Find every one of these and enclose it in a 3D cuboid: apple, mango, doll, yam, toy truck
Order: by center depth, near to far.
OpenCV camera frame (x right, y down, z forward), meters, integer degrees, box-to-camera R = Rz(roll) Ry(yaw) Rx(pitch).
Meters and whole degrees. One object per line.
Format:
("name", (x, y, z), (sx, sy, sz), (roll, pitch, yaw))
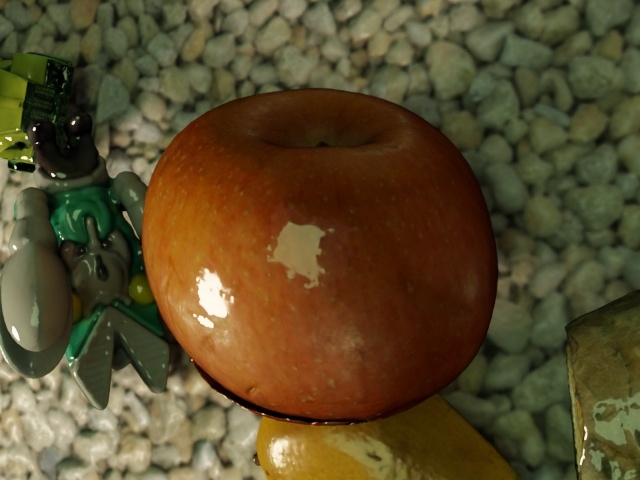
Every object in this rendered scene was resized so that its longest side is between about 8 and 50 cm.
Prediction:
("yam", (0.287, 0.087, 0.596), (0.304, 0.168, 0.168), (-26, 78, 17))
("apple", (0.000, 0.000, 0.665), (0.252, 0.206, 0.272), (-23, 37, -15))
("mango", (0.057, 0.177, 0.708), (0.227, 0.109, 0.147), (19, 89, 20))
("doll", (-0.208, 0.024, 0.788), (0.195, 0.153, 0.258), (-42, 95, -16))
("toy truck", (-0.374, -0.136, 0.884), (0.260, 0.135, 0.128), (10, 91, 18))
